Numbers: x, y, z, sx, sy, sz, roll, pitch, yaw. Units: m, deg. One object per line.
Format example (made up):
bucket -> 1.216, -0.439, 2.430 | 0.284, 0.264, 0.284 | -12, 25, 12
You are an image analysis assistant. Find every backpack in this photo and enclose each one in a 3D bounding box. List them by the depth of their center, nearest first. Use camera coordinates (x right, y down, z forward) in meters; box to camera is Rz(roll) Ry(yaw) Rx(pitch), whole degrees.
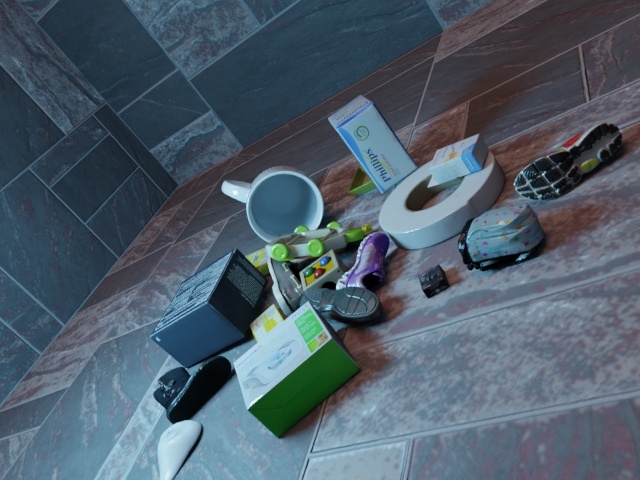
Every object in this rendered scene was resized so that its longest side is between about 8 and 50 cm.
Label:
backpack -> 0.422, -0.015, 1.437 | 0.182, 0.115, 0.152 | -14, 30, 41

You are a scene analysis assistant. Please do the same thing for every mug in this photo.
mug -> -0.188, -0.161, 2.329 | 0.328, 0.374, 0.276 | -116, 40, -75

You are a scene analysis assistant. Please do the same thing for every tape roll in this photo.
tape roll -> 0.352, -0.129, 1.816 | 0.392, 0.072, 0.392 | -31, 24, 16

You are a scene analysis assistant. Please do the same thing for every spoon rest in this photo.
spoon rest -> -0.409, 0.581, 1.638 | 0.137, 0.084, 0.276 | -24, 13, 28

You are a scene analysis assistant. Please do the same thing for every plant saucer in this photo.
plant saucer -> 0.206, -0.246, 2.292 | 0.188, 0.045, 0.188 | -24, 26, 33

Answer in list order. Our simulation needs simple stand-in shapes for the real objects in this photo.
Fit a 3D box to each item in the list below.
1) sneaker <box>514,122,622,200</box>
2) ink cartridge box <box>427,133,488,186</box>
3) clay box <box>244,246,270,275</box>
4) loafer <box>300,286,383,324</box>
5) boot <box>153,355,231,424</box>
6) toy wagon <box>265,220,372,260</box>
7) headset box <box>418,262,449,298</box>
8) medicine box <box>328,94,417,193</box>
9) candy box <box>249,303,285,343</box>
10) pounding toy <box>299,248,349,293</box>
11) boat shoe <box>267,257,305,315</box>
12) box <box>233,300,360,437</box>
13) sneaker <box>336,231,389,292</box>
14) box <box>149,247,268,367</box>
sneaker -> 0.615, -0.192, 1.540 | 0.279, 0.107, 0.118 | -31, 5, 11
ink cartridge box -> 0.383, -0.229, 1.782 | 0.181, 0.061, 0.104 | -19, 29, 40
clay box -> -0.242, 0.093, 2.318 | 0.222, 0.053, 0.127 | -24, 26, 35
loafer -> 0.066, 0.180, 1.651 | 0.268, 0.084, 0.096 | 1, 52, 43
boot -> -0.398, 0.422, 1.871 | 0.246, 0.094, 0.207 | -49, 28, -10
toy wagon -> 0.000, 0.000, 2.001 | 0.345, 0.068, 0.267 | -7, 12, 17
headset box -> 0.282, 0.098, 1.540 | 0.062, 0.032, 0.083 | -32, 25, 16
medicine box -> 0.170, -0.332, 2.076 | 0.149, 0.263, 0.289 | -36, 18, 7
candy box -> -0.154, 0.270, 1.882 | 0.105, 0.027, 0.206 | -43, 22, -2
pounding toy -> 0.049, 0.098, 1.813 | 0.206, 0.094, 0.181 | -36, 22, 8
boat shoe -> -0.102, 0.124, 1.975 | 0.097, 0.116, 0.324 | -28, 24, 2
box -> -0.065, 0.314, 1.539 | 0.262, 0.126, 0.231 | -40, 24, 0
sneaker -> 0.145, 0.077, 1.723 | 0.105, 0.095, 0.236 | -2, 48, 49
box -> -0.368, 0.229, 2.067 | 0.296, 0.182, 0.294 | -31, 22, 30
